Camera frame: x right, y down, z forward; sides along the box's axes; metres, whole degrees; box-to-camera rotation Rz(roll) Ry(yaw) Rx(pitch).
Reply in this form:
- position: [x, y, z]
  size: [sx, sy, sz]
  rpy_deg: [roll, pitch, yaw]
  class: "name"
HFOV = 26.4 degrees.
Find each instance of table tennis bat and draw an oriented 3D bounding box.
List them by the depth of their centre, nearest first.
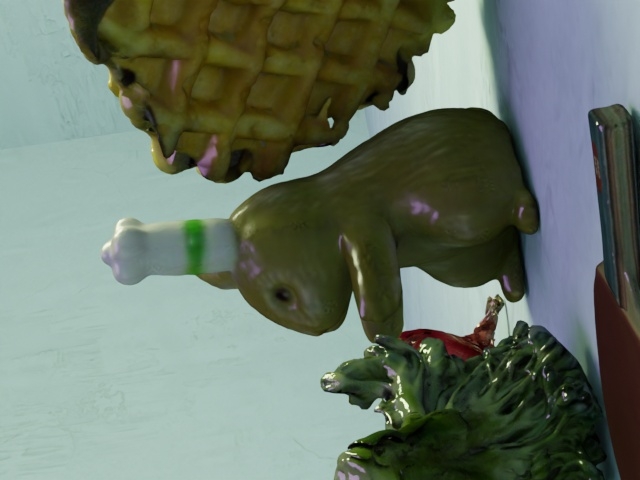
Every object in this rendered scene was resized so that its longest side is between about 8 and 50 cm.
- position: [0.178, 0.055, 0.787]
  size: [0.154, 0.021, 0.274]
  rpy_deg: [-99, -1, -68]
  class: "table tennis bat"

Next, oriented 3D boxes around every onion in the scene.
- position: [0.144, 0.116, 1.376]
  size: [0.150, 0.150, 0.140]
  rpy_deg: [85, -153, -84]
  class: "onion"

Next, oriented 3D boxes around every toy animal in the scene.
- position: [0.014, 0.013, 1.179]
  size: [0.181, 0.363, 0.180]
  rpy_deg: [70, 176, -72]
  class: "toy animal"

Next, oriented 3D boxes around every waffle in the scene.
- position: [-0.031, -0.234, 1.126]
  size: [0.095, 0.380, 0.382]
  rpy_deg: [46, 164, 40]
  class: "waffle"

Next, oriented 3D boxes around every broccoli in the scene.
- position: [0.077, 0.125, 0.939]
  size: [0.275, 0.177, 0.198]
  rpy_deg: [19, -152, -46]
  class: "broccoli"
